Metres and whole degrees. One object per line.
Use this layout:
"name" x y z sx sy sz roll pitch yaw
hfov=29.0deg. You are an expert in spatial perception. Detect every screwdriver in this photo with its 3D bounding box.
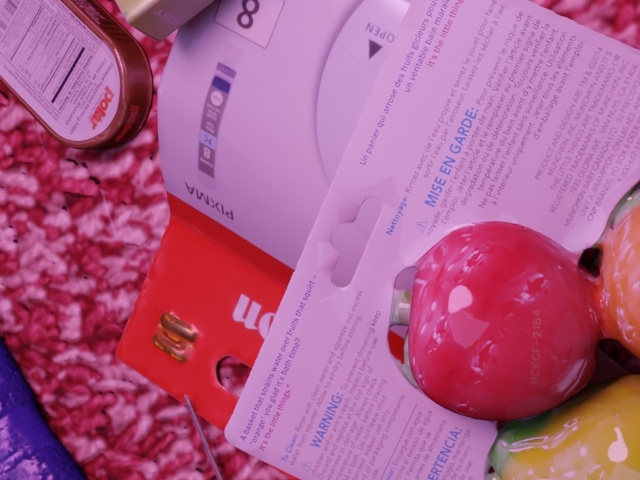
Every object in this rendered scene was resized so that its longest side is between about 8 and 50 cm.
"screwdriver" -0.073 0.200 0.985 0.024 0.025 0.170 -25 81 29

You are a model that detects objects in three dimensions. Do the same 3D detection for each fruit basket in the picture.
"fruit basket" 0.159 0.057 0.725 0.353 0.165 0.327 26 108 11

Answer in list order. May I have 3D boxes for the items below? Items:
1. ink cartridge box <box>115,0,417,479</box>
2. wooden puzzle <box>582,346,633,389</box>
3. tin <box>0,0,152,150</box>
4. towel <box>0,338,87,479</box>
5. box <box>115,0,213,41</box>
"ink cartridge box" 0.000 0.000 0.885 0.308 0.091 0.385 31 108 23
"wooden puzzle" 0.189 0.114 0.835 0.116 0.014 0.078 47 119 17
"tin" -0.217 -0.153 1.021 0.189 0.040 0.106 44 118 18
"towel" -0.338 0.204 1.075 0.227 0.076 0.308 -33 77 -6
"box" -0.047 -0.320 0.824 0.322 0.058 0.232 -35 73 15
